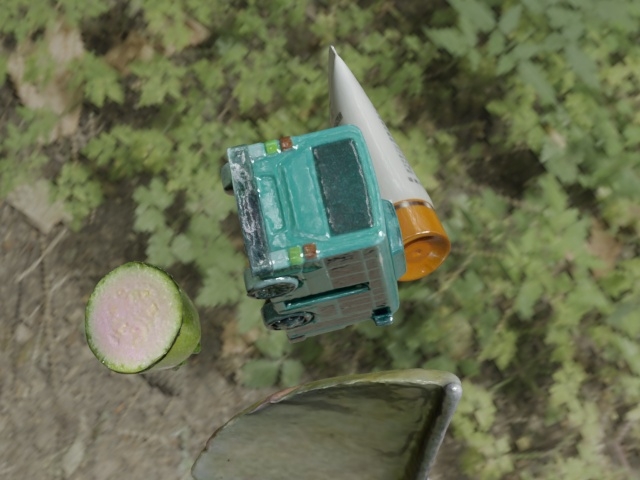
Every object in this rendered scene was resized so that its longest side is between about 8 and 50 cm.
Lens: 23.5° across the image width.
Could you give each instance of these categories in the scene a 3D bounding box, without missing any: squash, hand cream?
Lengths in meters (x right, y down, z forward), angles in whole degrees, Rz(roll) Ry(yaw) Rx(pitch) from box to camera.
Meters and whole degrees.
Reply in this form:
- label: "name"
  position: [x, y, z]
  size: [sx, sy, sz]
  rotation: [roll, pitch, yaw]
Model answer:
- label: "squash"
  position: [-0.143, 0.085, 1.439]
  size: [0.132, 0.105, 0.105]
  rotation: [32, 46, -62]
- label: "hand cream"
  position: [0.065, -0.096, 1.875]
  size: [0.089, 0.139, 0.314]
  rotation: [-13, 48, -11]

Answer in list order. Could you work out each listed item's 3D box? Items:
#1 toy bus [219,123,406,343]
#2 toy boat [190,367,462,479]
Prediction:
- label: "toy bus"
  position: [0.000, 0.000, 1.404]
  size: [0.147, 0.256, 0.128]
  rotation: [-13, 72, 3]
- label: "toy boat"
  position: [0.014, 0.211, 1.475]
  size: [0.276, 0.293, 0.111]
  rotation: [-3, 44, 11]
